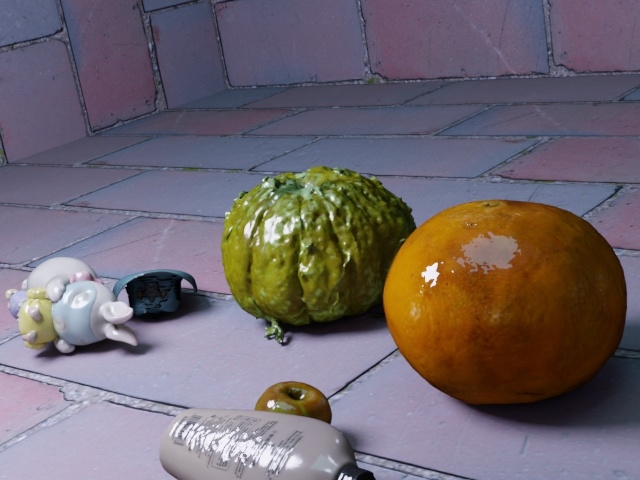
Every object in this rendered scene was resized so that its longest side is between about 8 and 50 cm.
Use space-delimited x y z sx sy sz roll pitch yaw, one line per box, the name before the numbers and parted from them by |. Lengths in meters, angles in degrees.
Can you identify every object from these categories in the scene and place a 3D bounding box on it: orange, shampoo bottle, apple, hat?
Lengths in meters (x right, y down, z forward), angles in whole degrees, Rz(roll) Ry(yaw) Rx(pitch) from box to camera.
orange | 0.213 0.067 1.231 0.284 0.226 0.284 -4 13 1
shampoo bottle | -0.052 0.231 1.081 0.257 0.078 0.127 5 42 41
apple | -0.031 0.200 1.185 0.089 0.074 0.089 -7 18 2
orange | 0.000 0.000 1.567 0.301 0.223 0.300 -11 23 -6
hat | -0.266 0.087 1.687 0.138 0.078 0.191 -4 -2 -7

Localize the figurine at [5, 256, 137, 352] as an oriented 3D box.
figurine | -0.377 0.108 1.595 0.155 0.127 0.235 1 13 -30
